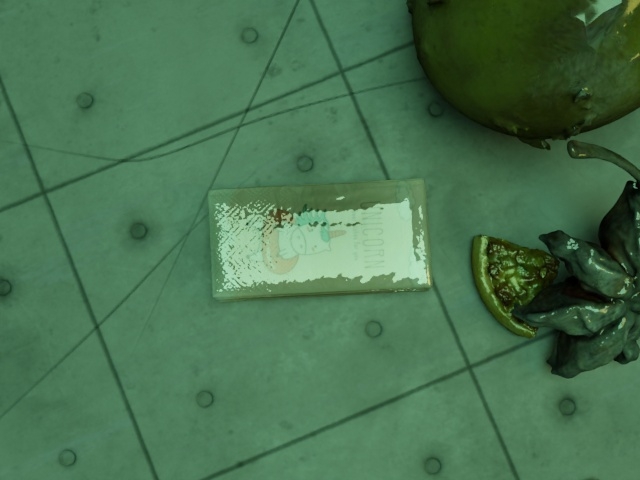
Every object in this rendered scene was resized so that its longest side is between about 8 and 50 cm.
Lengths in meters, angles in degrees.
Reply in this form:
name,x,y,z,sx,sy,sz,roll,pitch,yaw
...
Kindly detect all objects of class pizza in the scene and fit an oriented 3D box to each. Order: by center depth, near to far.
name,x,y,z,sx,sy,sz,roll,pitch,yaw
pizza,0.300,0.054,1.272,0.134,0.046,0.175,-35,86,-3

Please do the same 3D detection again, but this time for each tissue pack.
name,x,y,z,sx,sy,sz,roll,pitch,yaw
tissue pack,0.000,0.000,1.263,0.326,0.071,0.170,-3,83,0

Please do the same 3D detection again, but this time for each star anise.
name,x,y,z,sx,sy,sz,roll,pitch,yaw
star anise,0.408,0.062,1.179,0.360,0.139,0.315,24,99,-25

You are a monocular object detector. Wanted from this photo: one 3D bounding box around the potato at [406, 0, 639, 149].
name,x,y,z,sx,sy,sz,roll,pitch,yaw
potato,0.329,-0.331,1.096,0.385,0.319,0.442,34,111,-11
